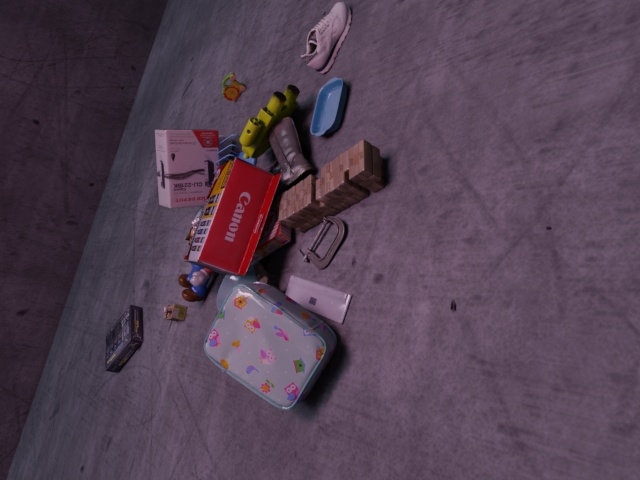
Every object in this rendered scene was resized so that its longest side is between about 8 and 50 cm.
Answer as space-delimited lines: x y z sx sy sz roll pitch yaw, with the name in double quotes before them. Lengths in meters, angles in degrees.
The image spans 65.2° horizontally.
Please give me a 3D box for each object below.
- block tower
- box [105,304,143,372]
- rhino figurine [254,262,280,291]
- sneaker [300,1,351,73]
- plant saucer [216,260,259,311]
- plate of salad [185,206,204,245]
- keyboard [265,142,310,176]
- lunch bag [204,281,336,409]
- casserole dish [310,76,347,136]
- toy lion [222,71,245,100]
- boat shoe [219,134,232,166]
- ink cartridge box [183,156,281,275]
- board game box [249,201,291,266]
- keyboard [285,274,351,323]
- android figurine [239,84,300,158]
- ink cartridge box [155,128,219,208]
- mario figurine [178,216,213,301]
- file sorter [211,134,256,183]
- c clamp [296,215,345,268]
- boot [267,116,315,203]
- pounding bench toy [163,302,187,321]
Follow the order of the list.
"block tower" 0.020 -0.125 1.279 0.335 0.091 0.097 -26 52 43
"box" -0.824 0.412 2.096 0.232 0.059 0.183 -48 40 24
"rhino figurine" -0.142 0.150 1.335 0.073 0.106 0.243 -28 45 7
"sneaker" 0.019 -0.643 1.551 0.090 0.095 0.235 12 80 55
"plant saucer" -0.234 0.138 1.492 0.195 0.037 0.194 -31 41 31
"plate of salad" -0.453 -0.051 1.879 0.200 0.048 0.199 -27 53 41
"keyboard" -0.104 -0.225 1.550 0.192 0.038 0.100 -48 64 22
"lunch bag" -0.121 0.239 1.153 0.279 0.108 0.224 31 103 17
"casserole dish" 0.028 -0.381 1.449 0.114 0.037 0.188 -6 68 50
"toy lion" -0.358 -0.613 2.013 0.096 0.100 0.034 -33 47 13
"boat shoe" -0.445 -0.273 1.936 0.102 0.108 0.301 22 88 56
"ink cartridge box" -0.255 -0.065 1.427 0.272 0.130 0.309 -3 67 64
"board game box" -0.162 -0.022 1.469 0.194 0.045 0.146 -31 40 33
"keyboard" -0.014 0.143 1.252 0.256 0.014 0.072 12 87 54
"android figurine" -0.163 -0.361 1.569 0.273 0.056 0.248 -50 -1 42
"ink cartridge box" -0.470 -0.257 1.786 0.114 0.197 0.272 19 112 52
"mario figurine" -0.405 0.037 1.660 0.198 0.170 0.320 34 110 19
"file sorter" -0.301 -0.265 1.749 0.118 0.105 0.170 -17 59 47
"c clamp" 0.000 0.000 1.290 0.160 0.022 0.137 -56 41 19
"boot" -0.118 -0.238 1.487 0.190 0.076 0.208 -37 67 17
"pounding bench toy" -0.533 0.255 1.788 0.065 0.083 0.052 -16 60 46
